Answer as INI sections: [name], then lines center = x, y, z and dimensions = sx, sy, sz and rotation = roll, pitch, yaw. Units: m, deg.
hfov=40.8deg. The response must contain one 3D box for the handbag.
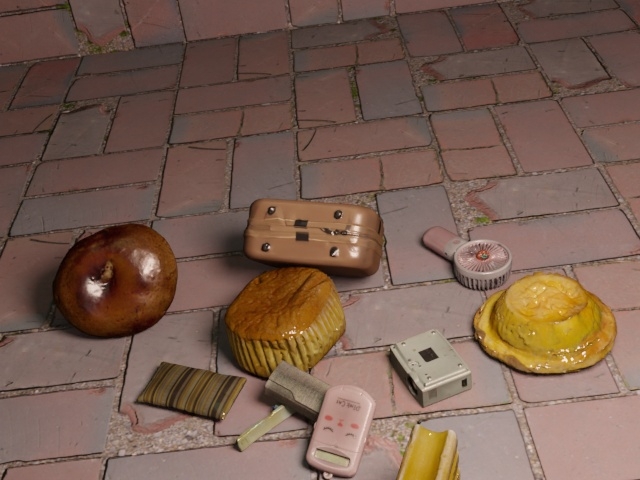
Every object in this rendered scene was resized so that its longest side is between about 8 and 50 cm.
[handbag]
center = 0.000, 0.000, 1.959
dimensions = 0.301, 0.283, 0.149
rotation = 3, 79, 18

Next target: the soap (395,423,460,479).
[soap]
center = 0.157, 0.448, 1.357
dimensions = 0.089, 0.173, 0.274
rotation = 4, 37, 19

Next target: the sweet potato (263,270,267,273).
[sweet potato]
center = -0.106, 0.108, 2.002
dimensions = 0.026, 0.026, 0.115
rotation = -19, 42, -15

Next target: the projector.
[projector]
center = 0.217, 0.249, 1.716
dimensions = 0.115, 0.061, 0.147
rotation = -20, 37, -13

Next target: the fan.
[fan]
center = 0.331, 0.031, 1.980
dimensions = 0.130, 0.074, 0.244
rotation = -30, 40, -26

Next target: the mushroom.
[mushroom]
center = -0.446, 0.091, 1.963
dimensions = 0.267, 0.267, 0.254
rotation = 11, 6, 24

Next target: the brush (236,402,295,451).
[brush]
center = -0.095, 0.343, 1.669
dimensions = 0.178, 0.033, 0.030
rotation = -32, 36, -29

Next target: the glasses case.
[glasses case]
center = -0.004, 0.306, 1.652
dimensions = 0.205, 0.047, 0.071
rotation = 25, 51, 20

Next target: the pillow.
[pillow]
center = -0.261, 0.305, 1.750
dimensions = 0.203, 0.038, 0.113
rotation = 8, 42, 22

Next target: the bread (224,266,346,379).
[bread]
center = -0.072, 0.166, 1.818
dimensions = 0.227, 0.142, 0.253
rotation = 8, 40, 33

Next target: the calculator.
[calculator]
center = 0.038, 0.350, 1.575
dimensions = 0.100, 0.032, 0.175
rotation = 13, 71, 16

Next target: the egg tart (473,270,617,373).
[egg tart]
center = 0.455, 0.155, 1.758
dimensions = 0.288, 0.118, 0.288
rotation = -9, 36, 6
